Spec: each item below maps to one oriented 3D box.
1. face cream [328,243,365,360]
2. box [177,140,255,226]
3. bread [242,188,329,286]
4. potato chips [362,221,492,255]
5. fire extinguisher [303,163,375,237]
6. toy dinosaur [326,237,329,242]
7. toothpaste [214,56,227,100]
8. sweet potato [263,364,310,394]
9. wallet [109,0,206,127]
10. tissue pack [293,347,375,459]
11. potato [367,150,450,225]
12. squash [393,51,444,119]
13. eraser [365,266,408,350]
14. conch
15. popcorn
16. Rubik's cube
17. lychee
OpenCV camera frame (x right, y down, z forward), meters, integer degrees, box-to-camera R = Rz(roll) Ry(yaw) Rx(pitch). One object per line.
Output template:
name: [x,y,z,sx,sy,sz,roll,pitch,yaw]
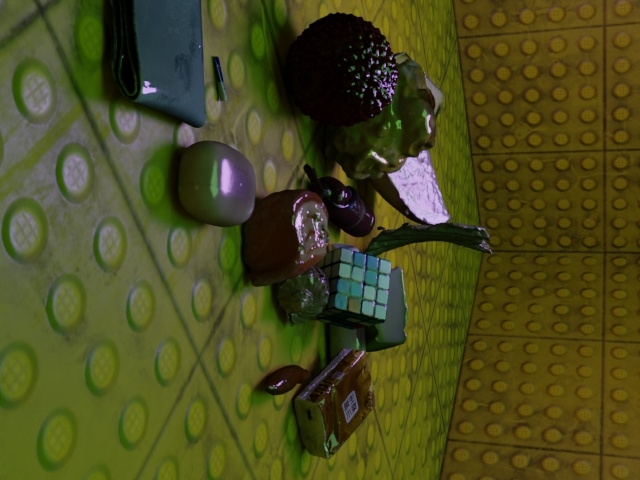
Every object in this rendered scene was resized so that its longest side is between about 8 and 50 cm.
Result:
face cream: [0.069,0.183,2.057,0.102,0.101,0.346,-21,111,-68]
box: [-0.182,-0.099,1.392,0.200,0.088,0.146,22,68,-67]
bread: [-0.065,-0.016,1.663,0.244,0.122,0.190,-34,120,-67]
potato chips: [0.299,0.007,2.282,0.373,0.388,0.097,20,64,-76]
fire extinguisher: [0.044,-0.104,2.001,0.141,0.105,0.341,55,8,24]
toy dinosaur: [0.000,0.000,1.965,0.083,0.030,0.047,-47,134,-60]
toothpaste: [-0.190,-0.305,1.476,0.024,0.015,0.083,-43,126,-73]
sweet potato: [-0.072,0.307,1.749,0.264,0.057,0.058,-1,92,-71]
wallet: [-0.253,-0.339,1.253,0.251,0.054,0.291,8,77,-73]
tissue pack: [0.037,0.399,1.926,0.226,0.091,0.183,-41,126,-46]
potato: [0.230,-0.143,2.335,0.211,0.189,0.265,-26,100,-35]
squash: [0.205,-0.379,2.262,0.234,0.210,0.309,48,29,-9]
eraser: [0.154,0.193,2.114,0.274,0.092,0.210,137,-49,-76]
conch: [-0.047,0.114,1.789,0.155,0.130,0.207,-61,-167,19]
popcorn: [0.152,-0.303,2.018,0.312,0.312,0.313,0,90,-70]
Rubik's cube: [0.064,0.118,1.888,0.151,0.154,0.155,18,68,-27]
lychee: [0.041,-0.387,1.786,0.264,0.300,0.264,-23,132,-28]
